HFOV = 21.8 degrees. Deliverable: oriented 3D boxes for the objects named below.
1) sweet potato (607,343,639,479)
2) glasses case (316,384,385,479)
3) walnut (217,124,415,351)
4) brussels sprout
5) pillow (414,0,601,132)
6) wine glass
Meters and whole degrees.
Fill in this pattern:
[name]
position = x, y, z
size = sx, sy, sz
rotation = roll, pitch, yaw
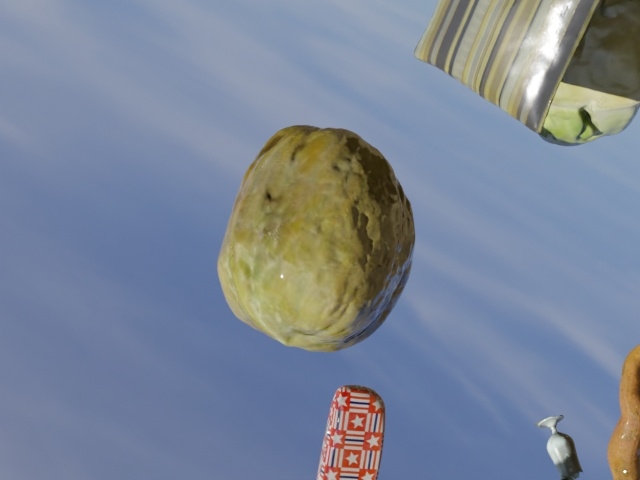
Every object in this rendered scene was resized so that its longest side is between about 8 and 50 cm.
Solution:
[sweet potato]
position = 0.316, 0.188, 1.690
size = 0.044, 0.179, 0.044
rotation = 2, -170, 0
[glasses case]
position = 0.036, 0.275, 2.086
size = 0.073, 0.194, 0.049
rotation = 7, -169, -18
[walnut]
position = 0.000, 0.000, 2.050
size = 0.283, 0.282, 0.227
rotation = 19, 168, -32
[brussels sprout]
position = 0.361, -0.288, 2.239
size = 0.247, 0.328, 0.328
rotation = -15, -168, 7
[pillow]
position = 0.226, -0.268, 1.995
size = 0.212, 0.208, 0.052
rotation = 35, -157, 31
[wine glass]
position = 0.304, 0.265, 2.114
size = 0.042, 0.039, 0.083
rotation = 16, -129, -53
